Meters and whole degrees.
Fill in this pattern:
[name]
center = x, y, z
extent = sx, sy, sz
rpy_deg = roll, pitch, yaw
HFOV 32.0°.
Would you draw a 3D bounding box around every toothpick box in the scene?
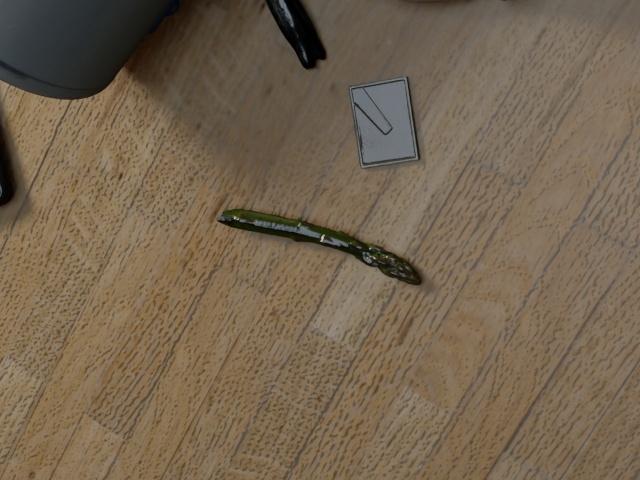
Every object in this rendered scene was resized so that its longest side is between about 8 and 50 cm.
[toothpick box]
center = -0.208, -0.331, 1.103
extent = 0.263, 0.263, 0.354
rpy_deg = 48, 118, 8

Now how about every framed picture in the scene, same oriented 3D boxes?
[framed picture]
center = 0.066, -0.124, 1.174
extent = 0.066, 0.007, 0.089
rpy_deg = -8, 94, 20

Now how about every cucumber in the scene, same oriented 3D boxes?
[cucumber]
center = -0.036, -0.245, 1.180
extent = 0.033, 0.034, 0.134
rpy_deg = -29, 87, 15

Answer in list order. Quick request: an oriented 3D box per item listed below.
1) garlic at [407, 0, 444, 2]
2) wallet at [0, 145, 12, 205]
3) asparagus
[garlic]
center = 0.086, -0.379, 1.074
extent = 0.325, 0.132, 0.279
rpy_deg = 29, 103, 10
[wallet]
center = -0.455, -0.136, 1.333
extent = 0.149, 0.044, 0.250
rpy_deg = -17, 91, 16
[asparagus]
center = 0.000, 0.001, 1.201
extent = 0.236, 0.027, 0.034
rpy_deg = 17, 107, 16
